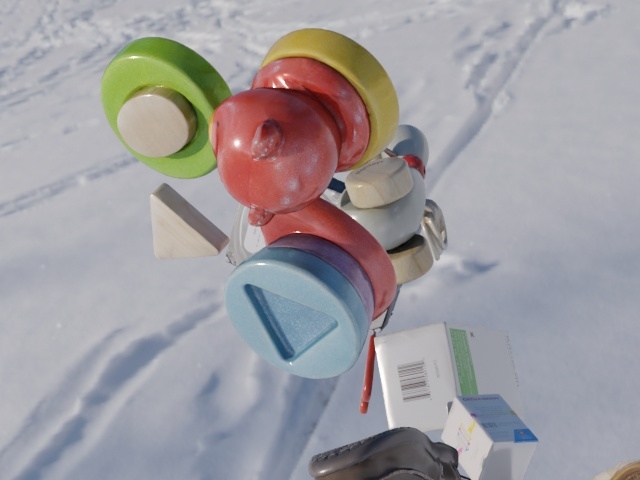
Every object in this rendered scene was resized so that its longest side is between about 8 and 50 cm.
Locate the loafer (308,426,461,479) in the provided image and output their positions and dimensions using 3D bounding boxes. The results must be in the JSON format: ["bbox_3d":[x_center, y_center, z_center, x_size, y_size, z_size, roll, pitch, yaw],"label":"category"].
[{"bbox_3d":[0.113,0.337,1.365,0.134,0.130,0.366,-24,-25,24],"label":"loafer"}]

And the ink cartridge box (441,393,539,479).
[{"bbox_3d":[0.270,0.319,1.651,0.092,0.089,0.143,3,27,-25],"label":"ink cartridge box"}]

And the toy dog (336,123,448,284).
[{"bbox_3d":[0.066,-0.056,1.376,0.161,0.220,0.334,-10,3,13],"label":"toy dog"}]

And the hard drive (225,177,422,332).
[{"bbox_3d":[0.000,0.000,1.866,0.339,0.236,0.064,25,28,14],"label":"hard drive"}]

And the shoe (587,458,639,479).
[{"bbox_3d":[0.266,0.285,1.003,0.219,0.076,0.058,-44,-9,27],"label":"shoe"}]

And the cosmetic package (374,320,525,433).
[{"bbox_3d":[0.256,0.271,1.956,0.155,0.196,0.366,-16,-13,27],"label":"cosmetic package"}]

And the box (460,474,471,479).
[{"bbox_3d":[0.257,0.491,1.655,0.290,0.169,0.087,11,22,40],"label":"box"}]

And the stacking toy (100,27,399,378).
[{"bbox_3d":[-0.081,-0.020,0.848,0.280,0.308,0.130,13,43,24],"label":"stacking toy"}]

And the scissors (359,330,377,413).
[{"bbox_3d":[0.100,0.181,1.937,0.021,0.109,0.297,6,68,3],"label":"scissors"}]
